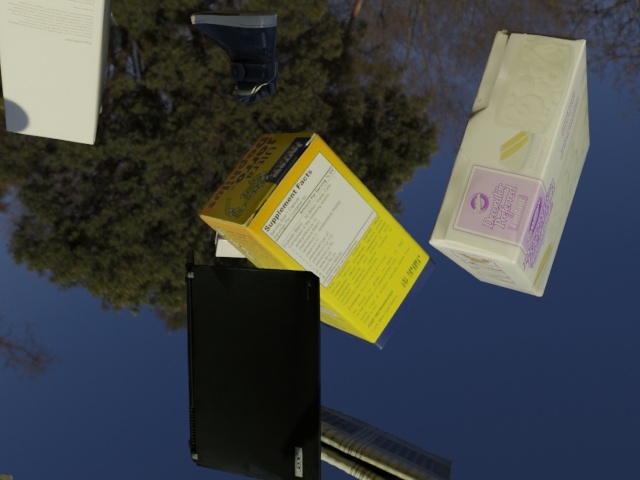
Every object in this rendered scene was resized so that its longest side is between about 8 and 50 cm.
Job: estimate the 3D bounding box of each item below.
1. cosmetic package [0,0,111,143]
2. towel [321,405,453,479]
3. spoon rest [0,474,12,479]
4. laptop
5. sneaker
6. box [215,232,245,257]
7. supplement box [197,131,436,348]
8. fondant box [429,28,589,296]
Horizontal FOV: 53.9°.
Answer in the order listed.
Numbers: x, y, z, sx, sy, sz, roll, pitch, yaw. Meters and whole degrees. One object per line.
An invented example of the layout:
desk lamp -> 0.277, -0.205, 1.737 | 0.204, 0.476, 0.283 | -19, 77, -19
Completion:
cosmetic package -> -0.419, -0.351, 1.011 | 0.155, 0.365, 0.196 | 7, -126, -20
towel -> 0.093, 0.400, 1.189 | 0.324, 0.312, 0.056 | 19, -96, 17
spoon rest -> -0.550, 0.469, 0.951 | 0.276, 0.084, 0.137 | -63, -156, 15
laptop -> -0.092, 0.137, 0.755 | 0.137, 0.234, 0.264 | -1, -176, -11
sneaker -> -0.160, -0.342, 1.166 | 0.086, 0.163, 0.226 | -23, -147, -34
box -> -0.084, 0.003, 1.490 | 0.324, 0.067, 0.063 | 2, -131, -13
supplement box -> 0.000, 0.000, 1.113 | 0.194, 0.356, 0.195 | -54, -149, -15
fondant box -> 0.249, -0.069, 0.774 | 0.096, 0.330, 0.238 | 17, -93, 27
